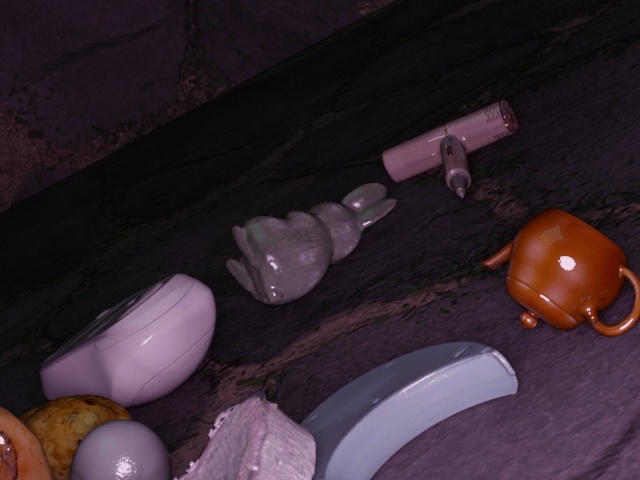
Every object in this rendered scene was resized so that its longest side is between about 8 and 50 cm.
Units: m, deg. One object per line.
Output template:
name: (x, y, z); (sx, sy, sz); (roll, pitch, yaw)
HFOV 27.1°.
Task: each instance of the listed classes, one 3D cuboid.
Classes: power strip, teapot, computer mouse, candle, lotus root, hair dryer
power strip: (0.048, 0.177, 1.191); (0.253, 0.054, 0.167); (-36, 16, -21)
teapot: (0.225, 0.039, 1.236); (0.116, 0.116, 0.173); (-37, 45, -23)
computer mouse: (-0.226, 0.137, 1.638); (0.297, 0.121, 0.184); (-30, 12, 50)
candle: (-0.076, 0.231, 1.107); (0.192, 0.068, 0.168); (-53, 23, 6)
lotus root: (-0.307, 0.235, 1.530); (0.258, 0.097, 0.110); (-18, 23, 43)
hair dryer: (0.166, -0.095, 1.808); (0.195, 0.053, 0.220); (-22, 25, 25)

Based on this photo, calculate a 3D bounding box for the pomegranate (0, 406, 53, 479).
pomegranate: (-0.382, 0.269, 1.397); (0.207, 0.207, 0.207); (-27, 17, 9)

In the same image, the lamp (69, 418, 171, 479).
lamp: (-0.202, 0.233, 1.341); (0.105, 0.105, 0.105); (-27, 17, 9)

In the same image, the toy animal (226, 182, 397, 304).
toy animal: (-0.007, 0.007, 1.726); (0.236, 0.138, 0.108); (-13, -34, -32)
